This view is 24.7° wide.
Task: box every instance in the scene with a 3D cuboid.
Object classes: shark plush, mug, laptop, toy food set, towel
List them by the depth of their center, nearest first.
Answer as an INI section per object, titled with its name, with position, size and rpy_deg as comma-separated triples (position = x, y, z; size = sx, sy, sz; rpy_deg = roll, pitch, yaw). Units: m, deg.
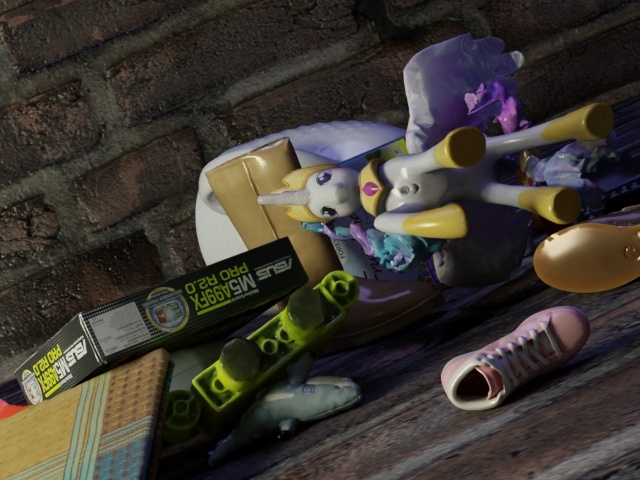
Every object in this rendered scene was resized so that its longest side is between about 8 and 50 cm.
[towel]
position = -0.310, 0.247, 1.384
size = 0.370, 0.040, 0.271
rpy_deg = -25, 24, 11
[shark plush]
position = -0.041, 0.168, 1.432
size = 0.161, 0.073, 0.067
rpy_deg = -19, 35, -12
[laptop]
position = 0.400, -0.097, 1.680
size = 0.234, 0.136, 0.264
rpy_deg = -23, 32, 1
[toy food set]
position = 0.265, -0.042, 1.988
size = 0.111, 0.104, 0.232
rpy_deg = -19, 6, 43
[mug]
position = -0.011, -0.056, 2.166
size = 0.328, 0.276, 0.374
rpy_deg = -13, -24, 42

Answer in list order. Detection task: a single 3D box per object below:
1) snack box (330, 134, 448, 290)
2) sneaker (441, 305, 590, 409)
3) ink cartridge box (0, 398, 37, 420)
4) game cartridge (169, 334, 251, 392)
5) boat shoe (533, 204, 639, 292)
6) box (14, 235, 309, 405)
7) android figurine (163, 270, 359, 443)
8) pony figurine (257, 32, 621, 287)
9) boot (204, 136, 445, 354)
[snack box]
position = 0.081, -0.016, 1.964
size = 0.174, 0.207, 0.070
rpy_deg = -21, 5, 17
[sneaker]
position = 0.162, 0.101, 1.202
size = 0.134, 0.051, 0.070
rpy_deg = -26, 6, 10
[ink cartridge box]
position = -0.499, 0.265, 1.636
size = 0.308, 0.091, 0.385
rpy_deg = -50, 19, -24
[game cartridge]
position = -0.225, 0.194, 1.694
size = 0.294, 0.060, 0.196
rpy_deg = -29, -4, 19
[boat shoe]
position = 0.317, 0.002, 1.461
size = 0.207, 0.073, 0.073
rpy_deg = -12, 8, 31
[box]
position = -0.173, 0.094, 1.595
size = 0.270, 0.060, 0.216
rpy_deg = -21, -9, -35
[android figurine]
position = -0.063, 0.127, 1.515
size = 0.248, 0.056, 0.273
rpy_deg = -37, -8, -16
[pony figurine]
position = 0.152, -0.078, 1.623
size = 0.351, 0.302, 0.363
rpy_deg = -13, 6, -33
[boot]
position = 0.000, 0.000, 1.786
size = 0.236, 0.269, 0.089
rpy_deg = -21, 5, 30
